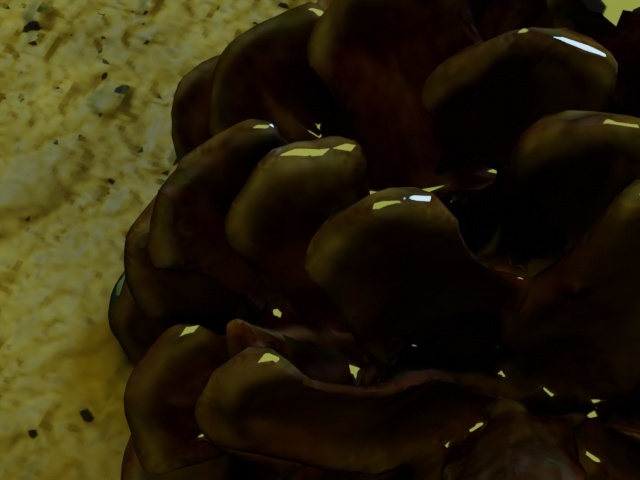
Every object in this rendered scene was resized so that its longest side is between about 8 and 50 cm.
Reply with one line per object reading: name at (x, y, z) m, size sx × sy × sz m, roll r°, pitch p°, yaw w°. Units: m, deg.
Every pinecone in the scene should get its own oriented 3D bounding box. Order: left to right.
pinecone at (0.046, 0.031, 0.394) m, size 0.186 × 0.168 × 0.212 m, roll -29°, pitch 30°, yaw 10°

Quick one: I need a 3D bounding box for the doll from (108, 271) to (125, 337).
doll at (0.000, 0.000, 0.512) m, size 0.125 × 0.027 × 0.037 m, roll -23°, pitch 33°, yaw -14°
